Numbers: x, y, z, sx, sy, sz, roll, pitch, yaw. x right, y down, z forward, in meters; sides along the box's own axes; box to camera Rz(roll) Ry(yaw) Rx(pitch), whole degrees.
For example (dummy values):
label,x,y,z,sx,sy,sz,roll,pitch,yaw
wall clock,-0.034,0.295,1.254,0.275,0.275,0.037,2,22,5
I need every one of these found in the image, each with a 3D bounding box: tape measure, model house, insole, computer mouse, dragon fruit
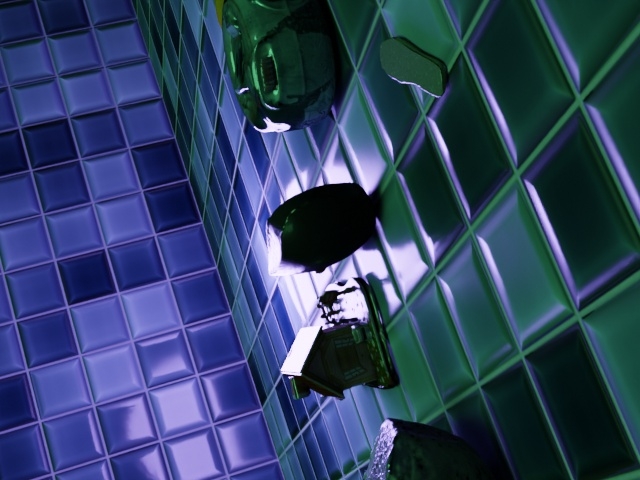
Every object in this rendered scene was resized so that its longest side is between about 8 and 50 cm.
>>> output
label,x,y,z,sx,sy,sz,roll,pitch,yaw
tape measure,-0.078,-0.315,1.596,0.256,0.147,0.274,177,79,-75
model house,0.007,0.190,1.763,0.294,0.154,0.206,152,101,-75
insole,0.116,-0.224,1.238,0.192,0.010,0.063,-135,32,-61
computer mouse,0.002,0.004,1.578,0.295,0.168,0.087,101,149,-64
dragon fruit,0.161,0.376,1.336,0.283,0.204,0.221,-95,19,-86

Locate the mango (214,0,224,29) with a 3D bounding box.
label,x,y,z,sx,sy,sz,roll,pitch,yaw
mango,-0.137,-0.454,1.742,0.147,0.109,0.227,-127,27,-59
